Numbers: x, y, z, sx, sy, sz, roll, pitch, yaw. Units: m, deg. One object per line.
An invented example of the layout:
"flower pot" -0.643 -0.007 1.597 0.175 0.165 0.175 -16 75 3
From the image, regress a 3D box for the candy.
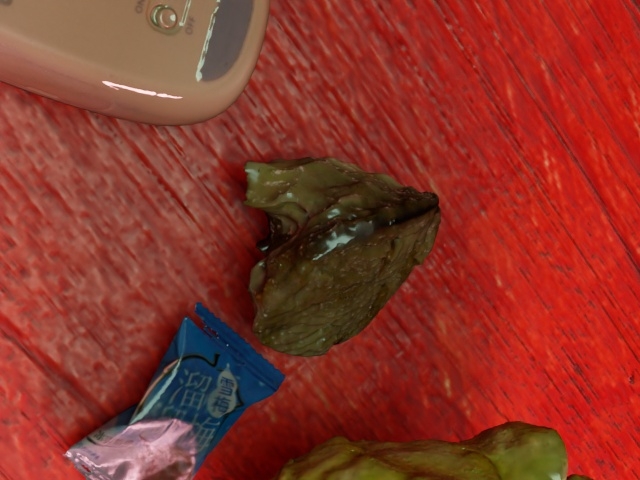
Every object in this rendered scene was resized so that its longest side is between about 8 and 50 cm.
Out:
"candy" -0.094 0.113 0.800 0.136 0.038 0.088 -48 124 -4

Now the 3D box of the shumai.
"shumai" 0.012 0.003 0.816 0.139 0.105 0.123 -10 143 -13

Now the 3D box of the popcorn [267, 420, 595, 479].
"popcorn" 0.062 0.227 0.775 0.250 0.235 0.242 30 58 -41

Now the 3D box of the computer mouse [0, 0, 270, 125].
"computer mouse" -0.139 -0.151 0.722 0.236 0.082 0.145 15 86 -31
